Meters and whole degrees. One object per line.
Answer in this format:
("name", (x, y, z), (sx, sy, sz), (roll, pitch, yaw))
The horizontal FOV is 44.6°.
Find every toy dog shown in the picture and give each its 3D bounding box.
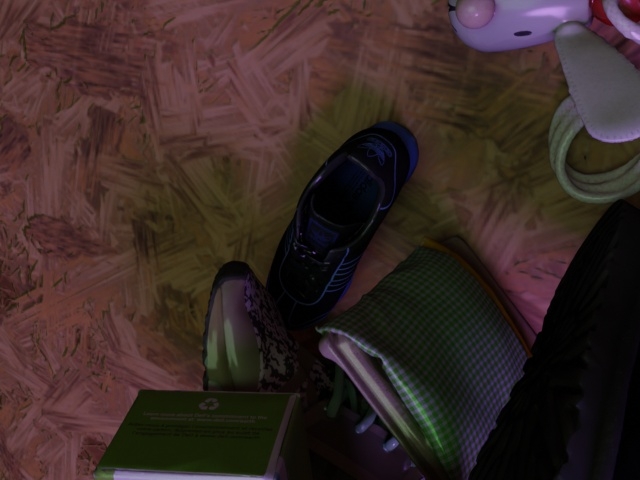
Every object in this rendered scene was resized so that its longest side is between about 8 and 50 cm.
("toy dog", (0.218, -0.137, 0.446), (0.333, 0.161, 0.220), (-20, 96, 42))

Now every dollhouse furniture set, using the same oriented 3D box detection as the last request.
("dollhouse furniture set", (0.173, 0.115, 0.566), (0.151, 0.197, 0.301), (-38, 88, 35))

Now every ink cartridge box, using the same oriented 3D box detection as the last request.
("ink cartridge box", (-0.013, 0.214, 0.578), (0.255, 0.097, 0.189), (-1, 117, 10))

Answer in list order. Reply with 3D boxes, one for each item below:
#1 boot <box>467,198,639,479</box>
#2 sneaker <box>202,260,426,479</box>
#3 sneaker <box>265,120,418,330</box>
("boot", (0.242, 0.139, 0.445), (0.260, 0.348, 0.131), (31, 142, 7))
("sneaker", (0.041, 0.176, 0.699), (0.182, 0.158, 0.410), (-23, 112, 14))
("sneaker", (0.000, 0.000, 0.680), (0.081, 0.090, 0.232), (35, 120, 11))
